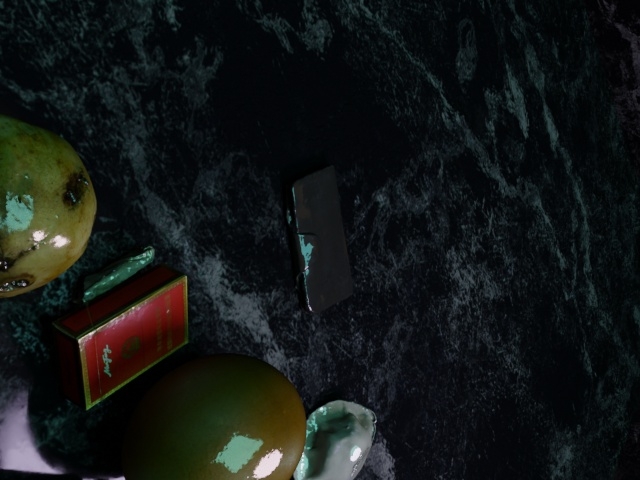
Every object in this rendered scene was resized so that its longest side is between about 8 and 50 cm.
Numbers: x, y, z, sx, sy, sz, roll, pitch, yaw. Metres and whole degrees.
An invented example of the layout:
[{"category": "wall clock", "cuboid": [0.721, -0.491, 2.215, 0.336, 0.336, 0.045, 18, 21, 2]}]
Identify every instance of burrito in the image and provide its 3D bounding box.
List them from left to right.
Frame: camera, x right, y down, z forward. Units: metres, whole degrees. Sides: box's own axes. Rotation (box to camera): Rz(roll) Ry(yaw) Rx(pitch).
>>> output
[{"category": "burrito", "cuboid": [-0.347, 0.057, 1.459, 0.171, 0.051, 0.042, -35, 104, -40]}]

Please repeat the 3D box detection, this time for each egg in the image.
[{"category": "egg", "cuboid": [-0.183, 0.344, 1.518, 0.351, 0.282, 0.283, -24, 113, -44]}]

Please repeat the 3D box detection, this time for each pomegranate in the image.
[{"category": "pomegranate", "cuboid": [-0.441, -0.043, 1.193, 0.260, 0.260, 0.260, -10, 103, -50]}]

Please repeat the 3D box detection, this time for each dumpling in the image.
[{"category": "dumpling", "cuboid": [0.022, 0.462, 1.930, 0.172, 0.142, 0.247, 35, 71, -9]}]

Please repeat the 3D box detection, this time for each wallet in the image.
[{"category": "wallet", "cuboid": [0.000, 0.000, 1.884, 0.165, 0.042, 0.310, -27, 115, -48]}]

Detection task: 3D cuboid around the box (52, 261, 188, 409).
[{"category": "box", "cuboid": [-0.328, 0.156, 1.455, 0.240, 0.074, 0.153, -33, 141, -44]}]
